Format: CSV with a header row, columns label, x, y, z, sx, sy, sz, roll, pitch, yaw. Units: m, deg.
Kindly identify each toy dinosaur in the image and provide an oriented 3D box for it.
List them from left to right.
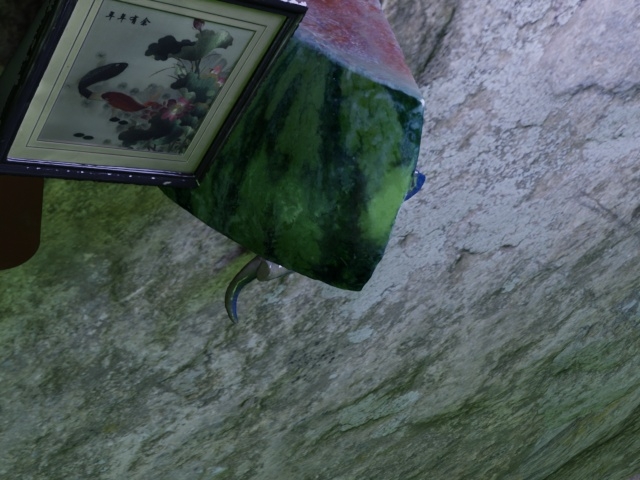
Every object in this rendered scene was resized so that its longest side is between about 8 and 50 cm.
label,x,y,z,sx,sy,sz,roll,pitch,yaw
toy dinosaur,0.000,0.000,1.145,0.248,0.075,0.188,-51,150,20

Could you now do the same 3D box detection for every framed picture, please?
label,x,y,z,sx,sy,sz,roll,pitch,yaw
framed picture,-0.129,-0.116,0.729,0.195,0.010,0.199,2,136,-42

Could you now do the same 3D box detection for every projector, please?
label,x,y,z,sx,sy,sz,roll,pitch,yaw
projector,-0.120,-0.206,0.720,0.108,0.108,0.337,9,131,-45

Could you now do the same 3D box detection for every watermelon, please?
label,x,y,z,sx,sy,sz,roll,pitch,yaw
watermelon,-0.011,-0.102,0.891,0.201,0.261,0.213,-37,159,-50

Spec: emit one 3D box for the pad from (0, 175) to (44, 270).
label,x,y,z,sx,sy,sz,roll,pitch,yaw
pad,-0.379,-0.012,0.873,0.267,0.004,0.181,-12,144,-28
